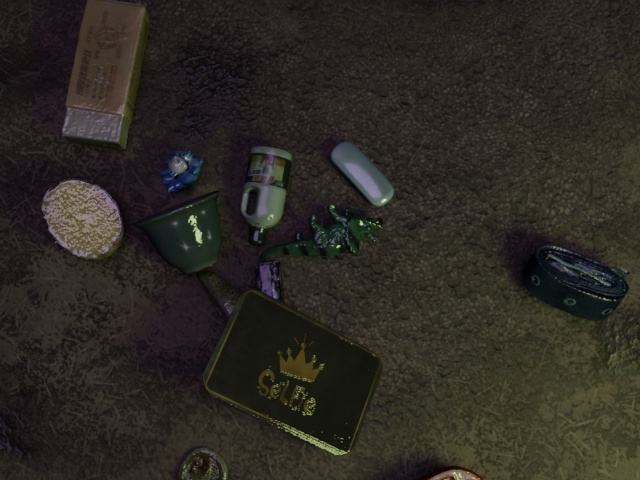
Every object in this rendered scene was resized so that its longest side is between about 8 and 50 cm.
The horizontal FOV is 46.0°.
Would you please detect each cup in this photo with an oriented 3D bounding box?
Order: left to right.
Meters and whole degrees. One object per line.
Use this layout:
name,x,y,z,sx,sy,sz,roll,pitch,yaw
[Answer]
cup,-0.291,-0.006,1.663,0.199,0.199,0.150,-21,98,-5

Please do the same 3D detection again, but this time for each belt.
belt,0.559,0.103,1.683,0.218,0.128,0.122,24,50,5

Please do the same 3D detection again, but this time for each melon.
melon,-0.217,0.131,1.671,0.054,0.098,0.182,-31,81,-30

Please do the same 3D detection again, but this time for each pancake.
pancake,-0.256,0.505,1.637,0.108,0.017,0.108,0,76,0

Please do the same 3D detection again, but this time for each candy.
candy,-0.105,0.202,1.659,0.061,0.088,0.312,-4,79,-4

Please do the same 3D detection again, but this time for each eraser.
eraser,-0.500,-0.390,1.766,0.144,0.078,0.343,9,80,1

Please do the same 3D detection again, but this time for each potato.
potato,-0.535,-0.042,1.702,0.164,0.081,0.200,-40,86,-16

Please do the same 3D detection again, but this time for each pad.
pad,-0.051,0.305,1.573,0.375,0.063,0.315,29,69,-15

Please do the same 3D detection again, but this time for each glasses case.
glasses case,0.096,-0.154,1.752,0.067,0.045,0.178,-42,84,-8

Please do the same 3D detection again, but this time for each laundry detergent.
laundry detergent,-0.130,-0.099,1.726,0.099,0.070,0.225,11,80,-8

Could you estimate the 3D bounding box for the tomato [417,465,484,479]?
tomato,0.272,0.592,1.595,0.237,0.095,0.236,0,83,-3

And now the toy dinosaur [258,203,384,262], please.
toy dinosaur,-0.001,-0.017,1.711,0.292,0.079,0.120,-4,78,1

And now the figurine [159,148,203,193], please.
figurine,-0.323,-0.155,1.725,0.114,0.079,0.114,-9,60,16
